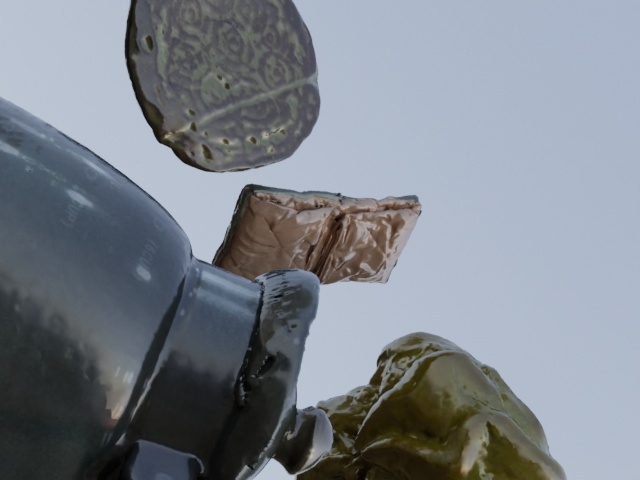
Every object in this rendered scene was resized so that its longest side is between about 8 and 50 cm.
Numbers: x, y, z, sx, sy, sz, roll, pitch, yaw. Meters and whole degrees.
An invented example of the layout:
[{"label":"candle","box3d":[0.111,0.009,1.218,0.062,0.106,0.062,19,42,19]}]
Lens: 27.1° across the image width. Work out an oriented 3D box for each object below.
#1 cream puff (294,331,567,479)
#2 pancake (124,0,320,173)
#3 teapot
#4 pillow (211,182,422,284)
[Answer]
[{"label":"cream puff","box3d":[0.116,0.268,1.452,0.323,0.270,0.274,57,-15,23]},{"label":"pancake","box3d":[-0.094,-0.187,1.337,0.031,0.250,0.250,-15,-73,48]},{"label":"teapot","box3d":[-0.118,0.066,0.675,0.285,0.223,0.305,22,2,-11]},{"label":"pillow","box3d":[0.000,0.000,1.430,0.126,0.232,0.043,-62,-138,34]}]
